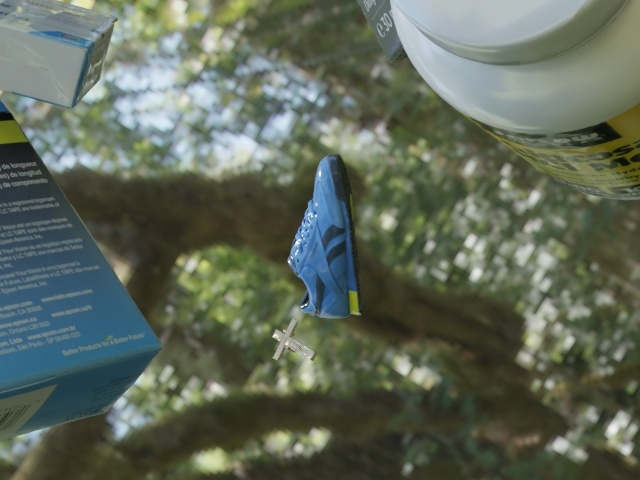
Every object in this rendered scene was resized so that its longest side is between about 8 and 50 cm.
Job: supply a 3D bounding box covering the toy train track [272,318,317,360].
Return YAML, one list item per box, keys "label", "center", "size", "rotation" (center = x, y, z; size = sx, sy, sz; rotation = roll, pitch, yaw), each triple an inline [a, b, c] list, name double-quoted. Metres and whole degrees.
- label: "toy train track"
  center: [-0.025, 0.113, 1.873]
  size: [0.014, 0.083, 0.048]
  rotation: [27, -90, -34]

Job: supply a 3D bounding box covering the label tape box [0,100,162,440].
- label: "label tape box"
  center: [-0.334, 0.009, 1.523]
  size: [0.249, 0.347, 0.115]
  rotation: [-12, -31, -51]

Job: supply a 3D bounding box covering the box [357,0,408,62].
- label: "box"
  center: [0.125, -0.479, 1.544]
  size: [0.297, 0.471, 0.480]
  rotation: [-24, -7, -15]

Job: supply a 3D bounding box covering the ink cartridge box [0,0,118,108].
- label: "ink cartridge box"
  center: [-0.254, -0.178, 1.617]
  size: [0.180, 0.104, 0.060]
  rotation: [-77, 2, -74]

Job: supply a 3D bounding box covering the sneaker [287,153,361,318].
- label: "sneaker"
  center: [0.000, 0.000, 1.925]
  size: [0.069, 0.082, 0.209]
  rotation: [-84, -9, -55]

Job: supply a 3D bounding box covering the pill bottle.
- label: "pill bottle"
  center: [0.152, -0.140, 1.034]
  size: [0.188, 0.188, 0.334]
  rotation: [-60, -24, 4]
